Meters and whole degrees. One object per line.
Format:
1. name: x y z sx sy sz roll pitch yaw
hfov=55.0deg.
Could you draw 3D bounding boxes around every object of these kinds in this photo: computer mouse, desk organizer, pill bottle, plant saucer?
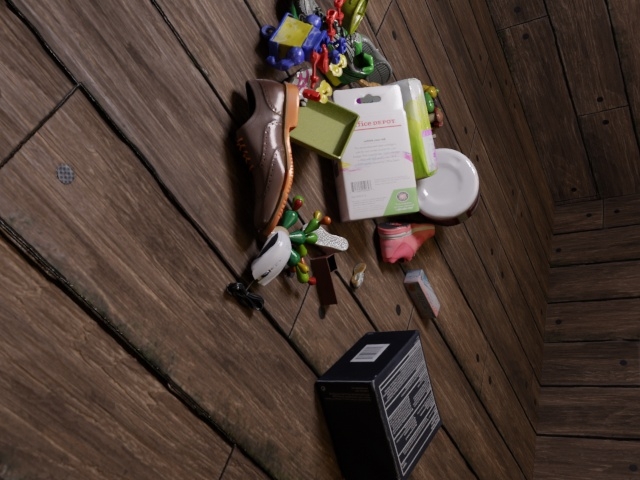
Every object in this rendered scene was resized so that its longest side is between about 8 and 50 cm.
1. computer mouse: -0.118 0.060 1.357 0.193 0.042 0.106 -57 132 -20
2. desk organizer: 0.020 0.102 1.605 0.047 0.050 0.130 -27 106 -56
3. pill bottle: 0.420 -0.164 2.062 0.392 0.223 0.224 13 71 -75
4. plant saucer: -0.012 -0.292 1.578 0.188 0.045 0.188 24 51 -2

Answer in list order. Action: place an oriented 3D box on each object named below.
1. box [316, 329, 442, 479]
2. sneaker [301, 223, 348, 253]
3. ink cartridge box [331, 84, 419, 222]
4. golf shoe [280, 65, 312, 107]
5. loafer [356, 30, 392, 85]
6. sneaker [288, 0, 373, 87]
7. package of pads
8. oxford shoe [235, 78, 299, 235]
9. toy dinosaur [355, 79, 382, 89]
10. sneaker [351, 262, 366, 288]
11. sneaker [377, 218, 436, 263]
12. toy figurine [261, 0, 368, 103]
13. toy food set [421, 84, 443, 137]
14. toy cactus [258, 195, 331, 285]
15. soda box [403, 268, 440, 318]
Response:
1. box: 0.164 0.434 1.631 0.296 0.182 0.294 -30 107 -54
2. sneaker: 0.000 0.000 1.610 0.134 0.070 0.051 22 70 -21
3. ink cartridge box: 0.139 -0.238 1.710 0.119 0.207 0.354 171 -88 -80
4. golf shoe: -0.064 -0.377 1.559 0.086 0.067 0.186 51 47 -16
5. loafer: 0.152 -0.571 1.920 0.251 0.094 0.088 43 21 -59
6. sneaker: 0.032 -0.569 1.690 0.343 0.146 0.134 37 53 -47
7. package of pads: 0.218 -0.317 1.845 0.101 0.229 0.297 -26 104 -56
8. oxford shoe: -0.135 -0.191 1.393 0.132 0.130 0.364 9 75 -19
9. toy dinosaur: 0.180 -0.466 1.914 0.211 0.112 0.064 9 81 -17
10. sneaker: 0.111 0.103 1.772 0.083 0.031 0.037 -62 147 -37
11. sneaker: 0.275 0.005 2.001 0.313 0.115 0.136 -9 104 -54
12. toy figurine: -0.038 -0.526 1.499 0.191 0.217 0.363 76 35 -61
13. toy food set: 0.444 -0.504 2.386 0.128 0.071 0.218 -6 88 -58
14. toy cactus: -0.064 -0.003 1.470 0.180 0.112 0.219 5 87 -47
15. soda box: 0.346 0.184 2.090 0.183 0.058 0.063 59 39 -32
